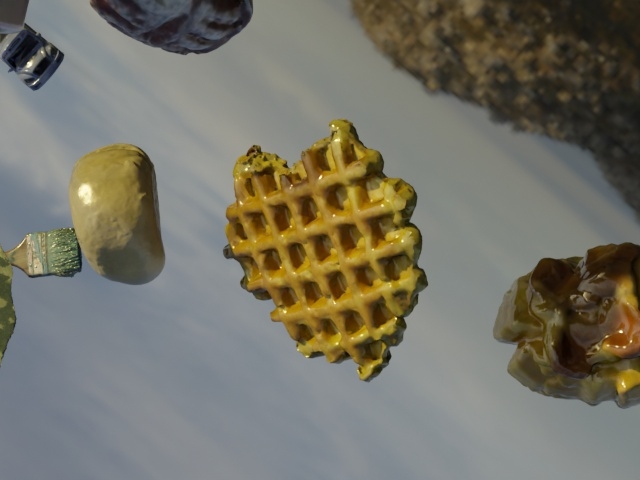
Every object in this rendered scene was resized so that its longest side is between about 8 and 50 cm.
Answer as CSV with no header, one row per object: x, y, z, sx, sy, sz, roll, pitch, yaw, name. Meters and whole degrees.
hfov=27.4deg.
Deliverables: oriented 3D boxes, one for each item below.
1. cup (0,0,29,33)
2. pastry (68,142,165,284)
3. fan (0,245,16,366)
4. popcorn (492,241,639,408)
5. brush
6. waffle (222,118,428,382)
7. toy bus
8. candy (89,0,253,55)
-0.411,-0.425,1.433,0.253,0.372,0.253,8,-177,0,cup
-0.216,-0.027,1.419,0.156,0.092,0.156,-10,-90,-87,pastry
-0.299,0.063,0.987,0.131,0.009,0.240,21,-132,-10,fan
0.367,0.118,1.802,0.332,0.264,0.225,-150,46,-83,popcorn
-0.424,0.025,1.807,0.021,0.196,0.070,35,-130,-79,brush
-0.001,0.001,1.324,0.051,0.291,0.291,-27,-118,-40,waffle
-0.451,-0.289,1.929,0.167,0.073,0.076,38,178,38,toy bus
-0.239,-0.405,2.079,0.289,0.214,0.157,22,-134,-38,candy
